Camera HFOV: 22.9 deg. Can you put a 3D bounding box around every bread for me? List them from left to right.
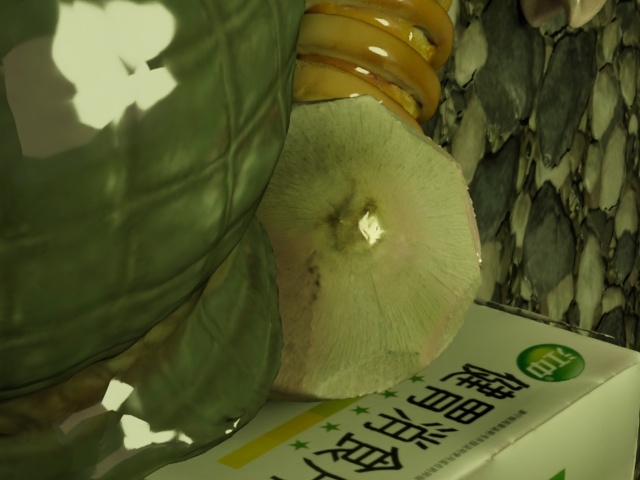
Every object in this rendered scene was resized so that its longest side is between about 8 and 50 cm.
[{"bbox_3d":[0.029,-0.114,0.944,0.119,0.084,0.177,40,60,-53],"label":"bread"}]

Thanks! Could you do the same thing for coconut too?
[{"bbox_3d":[0.000,0.000,0.814,0.183,0.171,0.171,122,-12,-74],"label":"coconut"}]

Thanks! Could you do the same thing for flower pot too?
[{"bbox_3d":[-0.147,-0.057,0.524,0.302,0.301,0.213,-39,143,-45],"label":"flower pot"}]

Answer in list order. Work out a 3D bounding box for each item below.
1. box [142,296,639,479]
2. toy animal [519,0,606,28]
[{"bbox_3d":[0.030,0.151,0.898,0.333,0.173,0.145,-23,120,-48],"label":"box"},{"bbox_3d":[0.206,-0.259,1.152,0.124,0.124,0.213,-23,123,-52],"label":"toy animal"}]
